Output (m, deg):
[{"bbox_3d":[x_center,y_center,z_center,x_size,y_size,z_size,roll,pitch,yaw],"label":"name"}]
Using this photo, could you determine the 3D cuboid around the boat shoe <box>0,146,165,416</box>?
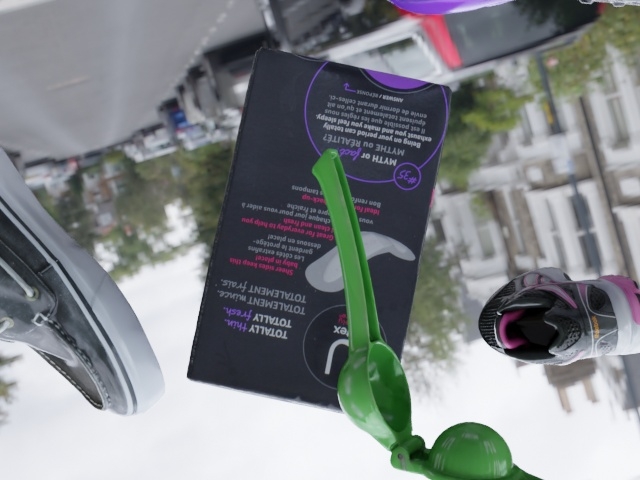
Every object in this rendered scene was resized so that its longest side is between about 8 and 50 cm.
[{"bbox_3d":[-0.273,0.035,0.933,0.119,0.335,0.121,-43,-173,-34],"label":"boat shoe"}]

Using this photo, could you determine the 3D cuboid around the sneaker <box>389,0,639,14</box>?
[{"bbox_3d":[0.181,-0.174,0.634,0.293,0.102,0.146,-15,145,25],"label":"sneaker"}]

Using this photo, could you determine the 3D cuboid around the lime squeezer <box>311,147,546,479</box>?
[{"bbox_3d":[0.081,0.092,0.621,0.110,0.310,0.059,-46,163,4],"label":"lime squeezer"}]

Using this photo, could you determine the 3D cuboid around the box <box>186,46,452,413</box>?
[{"bbox_3d":[0.000,0.000,0.904,0.165,0.270,0.143,12,173,0],"label":"box"}]

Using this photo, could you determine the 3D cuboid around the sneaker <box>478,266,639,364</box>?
[{"bbox_3d":[0.150,0.055,0.769,0.077,0.072,0.178,-9,174,-20],"label":"sneaker"}]
